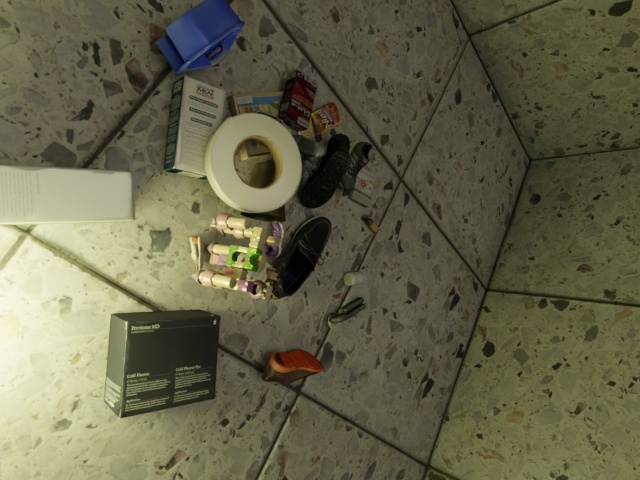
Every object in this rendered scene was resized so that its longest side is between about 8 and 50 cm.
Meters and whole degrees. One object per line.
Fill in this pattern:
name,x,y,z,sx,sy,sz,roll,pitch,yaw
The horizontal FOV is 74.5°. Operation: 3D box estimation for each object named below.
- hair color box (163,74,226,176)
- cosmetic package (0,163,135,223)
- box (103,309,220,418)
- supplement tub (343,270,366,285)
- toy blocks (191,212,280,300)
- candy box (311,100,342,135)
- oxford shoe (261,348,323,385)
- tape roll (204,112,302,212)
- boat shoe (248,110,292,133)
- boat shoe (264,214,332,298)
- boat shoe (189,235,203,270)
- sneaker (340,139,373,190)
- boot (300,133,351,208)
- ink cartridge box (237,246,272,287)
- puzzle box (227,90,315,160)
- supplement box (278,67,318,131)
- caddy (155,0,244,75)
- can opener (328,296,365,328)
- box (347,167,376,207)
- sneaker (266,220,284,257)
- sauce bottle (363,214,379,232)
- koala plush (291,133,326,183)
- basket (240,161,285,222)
hair color box,-0.479,-0.420,1.605,0.174,0.105,0.347,9,86,-42
cosmetic package,-0.814,-0.128,1.232,0.453,0.230,0.161,-4,95,-41
box,-0.558,0.418,1.507,0.343,0.179,0.312,6,88,-42
supplement tub,0.183,0.202,2.237,0.107,0.071,0.070,-3,93,-41
toy blocks,-0.346,0.064,1.649,0.309,0.260,0.288,31,69,-60
candy box,0.018,-0.603,2.083,0.187,0.053,0.109,-38,116,-33
oxford shoe,-0.128,0.597,1.963,0.364,0.130,0.132,21,110,-47
tape roll,-0.255,-0.302,1.649,0.392,0.072,0.391,-1,92,-32
boat shoe,-0.202,-0.490,1.797,0.228,0.081,0.079,14,82,-41
boat shoe,-0.077,0.075,1.947,0.500,0.156,0.186,-51,120,-29
boat shoe,-0.488,0.051,1.653,0.043,0.049,0.136,-2,97,0
sneaker,0.180,-0.396,2.185,0.111,0.121,0.299,30,72,-38
boot,0.032,-0.336,2.040,0.131,0.348,0.260,33,26,-20
ink cartridge box,-0.295,0.115,1.812,0.150,0.063,0.109,47,62,-32
puzzle box,-0.204,-0.522,1.886,0.409,0.052,0.272,-22,106,-40
supplement box,-0.100,-0.630,1.893,0.130,0.073,0.239,19,79,-41
caddy,-0.430,-0.739,1.554,0.179,0.241,0.341,52,59,-25
can opener,0.145,0.382,2.202,0.280,0.093,0.074,-24,106,-44
box,0.227,-0.291,2.287,0.145,0.038,0.186,24,75,-40
sneaker,-0.209,-0.008,1.886,0.071,0.068,0.169,5,89,-36
sauce bottle,0.280,-0.095,2.336,0.128,0.042,0.042,50,60,-31
koala plush,-0.082,-0.360,1.898,0.196,0.203,0.221,-56,165,0
basket,-0.232,-0.208,1.808,0.204,0.154,0.226,13,79,-35
